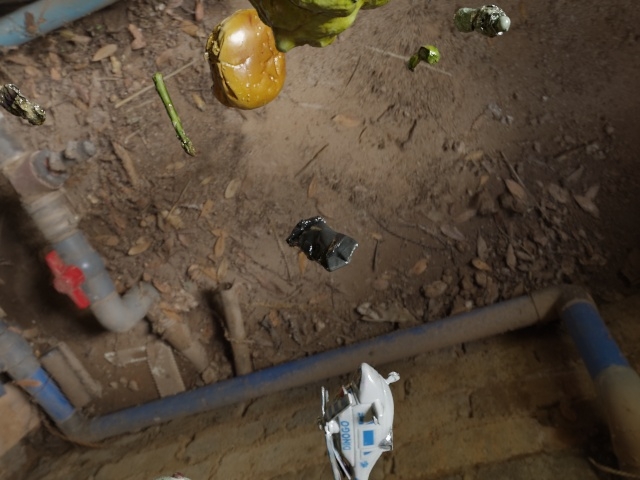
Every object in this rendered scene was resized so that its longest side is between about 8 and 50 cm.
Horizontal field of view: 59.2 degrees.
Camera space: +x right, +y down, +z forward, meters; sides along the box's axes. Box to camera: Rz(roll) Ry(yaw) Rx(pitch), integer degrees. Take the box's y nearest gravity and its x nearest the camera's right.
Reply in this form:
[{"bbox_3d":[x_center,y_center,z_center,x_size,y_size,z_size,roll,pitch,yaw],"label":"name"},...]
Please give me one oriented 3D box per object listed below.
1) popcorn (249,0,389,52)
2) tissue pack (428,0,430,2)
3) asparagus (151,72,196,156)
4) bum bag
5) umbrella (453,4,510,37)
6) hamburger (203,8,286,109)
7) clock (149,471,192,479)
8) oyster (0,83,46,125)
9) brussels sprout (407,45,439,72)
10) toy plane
[{"bbox_3d":[-0.023,-0.528,1.129,0.290,0.325,0.321,-34,144,21],"label":"popcorn"},{"bbox_3d":[0.267,-0.598,1.256,0.028,0.138,0.085,21,142,-18],"label":"tissue pack"},{"bbox_3d":[-0.166,-0.140,0.638,0.014,0.015,0.114,-23,78,-19],"label":"asparagus"},{"bbox_3d":[0.000,0.000,1.120,0.087,0.198,0.049,-38,127,-14],"label":"bum bag"},{"bbox_3d":[0.325,-0.442,1.138,0.062,0.143,0.067,-44,128,-7],"label":"umbrella"},{"bbox_3d":[-0.228,-0.553,1.729,0.170,0.314,0.289,11,128,30],"label":"hamburger"},{"bbox_3d":[-0.285,0.462,0.903,0.243,0.199,0.146,-19,75,22],"label":"clock"},{"bbox_3d":[-0.451,-0.200,0.837,0.083,0.019,0.054,38,135,-15],"label":"oyster"},{"bbox_3d":[0.249,-0.448,1.382,0.083,0.046,0.051,-12,89,33],"label":"brussels sprout"},{"bbox_3d":[0.055,0.282,0.720,0.107,0.182,0.273,-7,96,-5],"label":"toy plane"}]
